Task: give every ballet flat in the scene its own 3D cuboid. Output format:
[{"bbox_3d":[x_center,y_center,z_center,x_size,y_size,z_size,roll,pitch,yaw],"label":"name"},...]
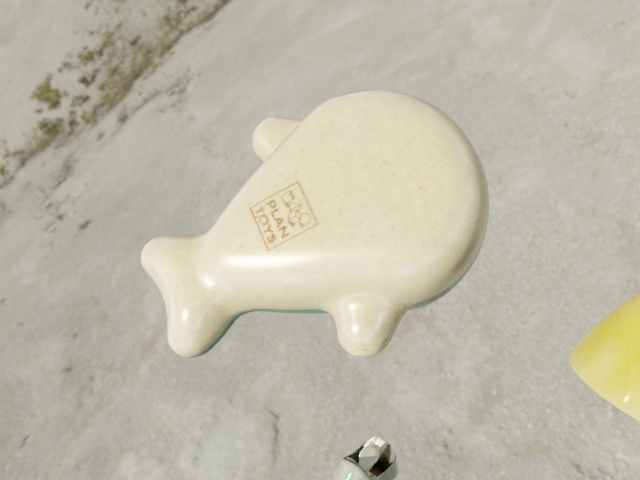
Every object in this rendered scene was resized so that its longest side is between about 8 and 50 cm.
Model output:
[{"bbox_3d":[0.080,0.332,1.079,0.213,0.072,0.068,-1,-66,-69],"label":"ballet flat"}]

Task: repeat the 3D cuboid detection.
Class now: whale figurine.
[{"bbox_3d":[0.000,0.000,0.576,0.272,0.216,0.141,-28,-23,2],"label":"whale figurine"}]

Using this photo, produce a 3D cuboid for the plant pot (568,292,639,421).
[{"bbox_3d":[0.298,0.094,0.614,0.134,0.134,0.095,-93,25,-70],"label":"plant pot"}]
